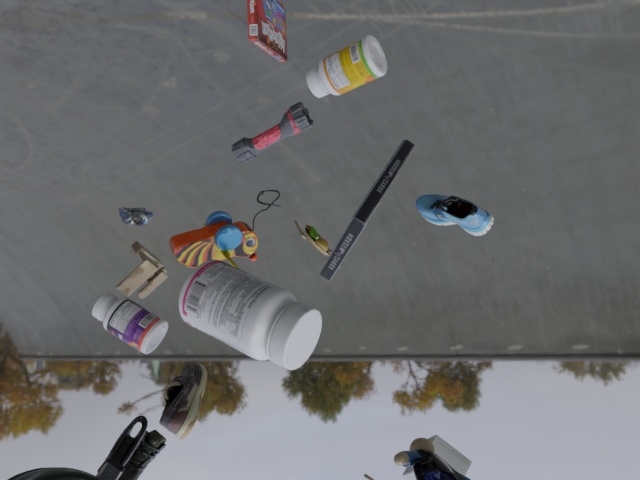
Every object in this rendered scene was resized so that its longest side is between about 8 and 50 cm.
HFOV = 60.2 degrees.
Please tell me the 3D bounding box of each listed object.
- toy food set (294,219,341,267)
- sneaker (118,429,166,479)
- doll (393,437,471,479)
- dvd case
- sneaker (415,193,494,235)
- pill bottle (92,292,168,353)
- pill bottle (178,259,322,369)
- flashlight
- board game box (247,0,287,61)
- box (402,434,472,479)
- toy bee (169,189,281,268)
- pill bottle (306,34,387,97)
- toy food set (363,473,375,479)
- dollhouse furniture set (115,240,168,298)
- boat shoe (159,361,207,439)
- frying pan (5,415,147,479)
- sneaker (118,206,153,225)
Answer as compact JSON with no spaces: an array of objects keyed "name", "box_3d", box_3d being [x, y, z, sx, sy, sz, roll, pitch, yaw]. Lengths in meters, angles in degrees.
[{"name":"toy food set","box_3d":[0.000,0.000,1.792,0.192,0.038,0.132,41,-170,-32]},{"name":"sneaker","box_3d":[-0.546,0.651,1.662,0.087,0.130,0.227,35,-163,5]},{"name":"doll","box_3d":[0.148,0.306,0.700,0.129,0.046,0.189,27,-172,-7]},{"name":"dvd case","box_3d":[0.085,-0.056,0.998,0.030,0.238,0.179,33,141,4]},{"name":"sneaker","box_3d":[0.240,-0.064,1.022,0.162,0.063,0.073,20,166,47]},{"name":"pill bottle","box_3d":[-0.537,0.227,1.550,0.194,0.108,0.108,29,178,9]},{"name":"pill bottle","box_3d":[-0.149,0.158,1.183,0.283,0.160,0.160,21,-174,27]},{"name":"flashlight","box_3d":[-0.177,-0.382,1.976,0.304,0.103,0.103,-25,-152,14]},{"name":"board game box","box_3d":[-0.127,-0.535,1.351,0.027,0.145,0.281,1,-171,10]},{"name":"box","box_3d":[0.259,0.510,1.230,0.101,0.102,0.087,37,150,9]},{"name":"toy bee","box_3d":[-0.228,0.008,1.442,0.298,0.195,0.162,-13,129,2]},{"name":"pill bottle","box_3d":[0.080,-0.557,1.800,0.246,0.136,0.136,-16,168,32]},{"name":"toy food set","box_3d":[0.092,0.556,1.157,0.078,0.122,0.019,33,142,7]},{"name":"dollhouse furniture set","box_3d":[-0.574,0.102,1.744,0.151,0.123,0.144,41,173,43]},{"name":"boat shoe","box_3d":[-0.371,0.407,1.476,0.092,0.103,0.285,37,-165,-19]},{"name":"frying pan","box_3d":[-0.266,0.337,0.684,0.053,0.197,0.326,-48,165,19]},{"name":"sneaker","box_3d":[-0.561,-0.077,1.681,0.135,0.052,0.058,16,-147,34]}]
